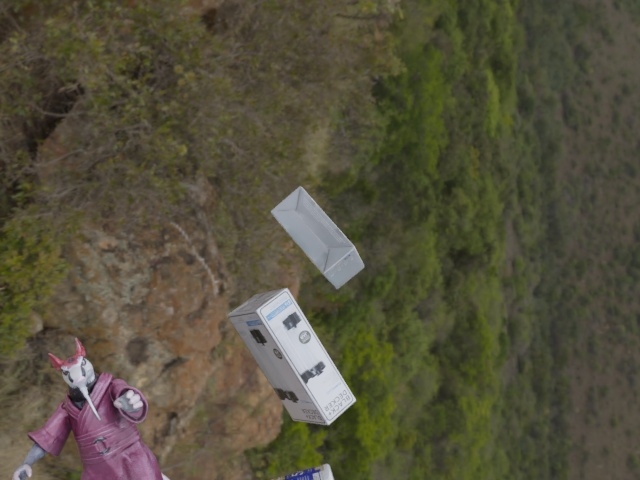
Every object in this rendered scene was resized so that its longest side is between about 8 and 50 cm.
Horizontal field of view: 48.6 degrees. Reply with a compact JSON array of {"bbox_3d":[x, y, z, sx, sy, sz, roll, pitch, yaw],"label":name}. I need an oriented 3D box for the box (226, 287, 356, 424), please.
[{"bbox_3d":[-0.064,0.252,1.525,0.087,0.169,0.290,-36,101,-30],"label":"box"}]

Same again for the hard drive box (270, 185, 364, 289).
[{"bbox_3d":[0.000,0.000,1.571,0.181,0.089,0.232,50,0,16],"label":"hard drive box"}]

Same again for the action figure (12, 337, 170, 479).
[{"bbox_3d":[-0.339,0.333,1.183,0.276,0.248,0.370,-17,88,-79],"label":"action figure"}]

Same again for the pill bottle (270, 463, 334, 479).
[{"bbox_3d":[-0.056,0.541,1.467,0.112,0.186,0.112,165,-90,-87],"label":"pill bottle"}]
